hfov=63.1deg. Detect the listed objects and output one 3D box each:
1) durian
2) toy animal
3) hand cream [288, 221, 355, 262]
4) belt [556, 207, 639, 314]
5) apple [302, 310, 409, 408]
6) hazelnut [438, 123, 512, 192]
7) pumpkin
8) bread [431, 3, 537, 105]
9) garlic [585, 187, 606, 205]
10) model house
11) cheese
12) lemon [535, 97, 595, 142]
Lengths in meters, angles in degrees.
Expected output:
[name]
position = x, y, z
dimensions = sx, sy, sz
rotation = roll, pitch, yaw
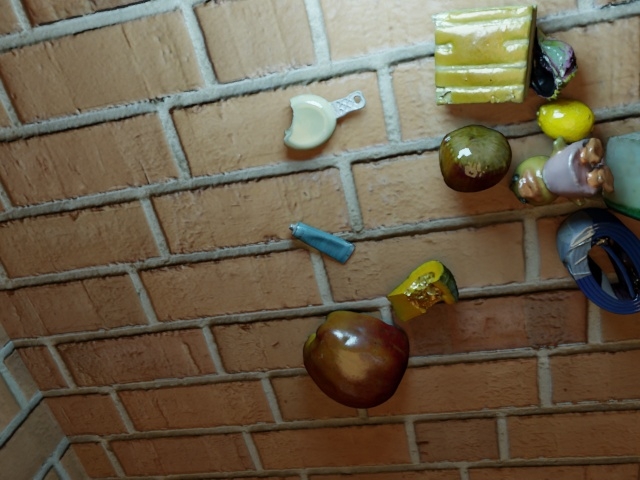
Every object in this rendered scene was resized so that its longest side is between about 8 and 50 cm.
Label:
[durian]
position = 0.605, -0.447, 1.352
dimensions = 0.108, 0.119, 0.186
rotation = -13, 73, -12
[toy animal]
position = 0.640, -0.177, 1.422
dimensions = 0.281, 0.169, 0.195
rotation = -18, 95, 45
[hand cream]
position = 0.000, 0.000, 1.710
dimensions = 0.224, 0.048, 0.083
rotation = 27, 118, -12
[belt]
position = 0.860, 0.067, 1.568
dimensions = 0.212, 0.117, 0.347
rotation = -34, 109, 21
[apple]
position = 0.123, 0.422, 1.859
dimensions = 0.365, 0.295, 0.328
rotation = 32, 79, -9
[hazelnut]
position = 0.426, -0.214, 1.463
dimensions = 0.208, 0.208, 0.208
rotation = 3, 117, 7
[pumpkin]
position = 0.339, 0.160, 1.700
dimensions = 0.248, 0.126, 0.131
rotation = -25, 120, 39
[bread]
position = 0.414, -0.473, 1.344
dimensions = 0.246, 0.111, 0.239
rotation = 7, 116, 22
[garlic]
position = 0.767, -0.161, 1.501
dimensions = 0.152, 0.066, 0.084
rotation = 15, 145, 5
[model house]
position = 0.946, -0.187, 1.330
dimensions = 0.284, 0.298, 0.243
rotation = -23, 119, -21
[cheese]
position = 0.009, -0.344, 1.514
dimensions = 0.249, 0.070, 0.163
rotation = -1, 116, 8
[lemon]
position = 0.659, -0.323, 1.403
dimensions = 0.155, 0.114, 0.114
rotation = 19, 118, 2
